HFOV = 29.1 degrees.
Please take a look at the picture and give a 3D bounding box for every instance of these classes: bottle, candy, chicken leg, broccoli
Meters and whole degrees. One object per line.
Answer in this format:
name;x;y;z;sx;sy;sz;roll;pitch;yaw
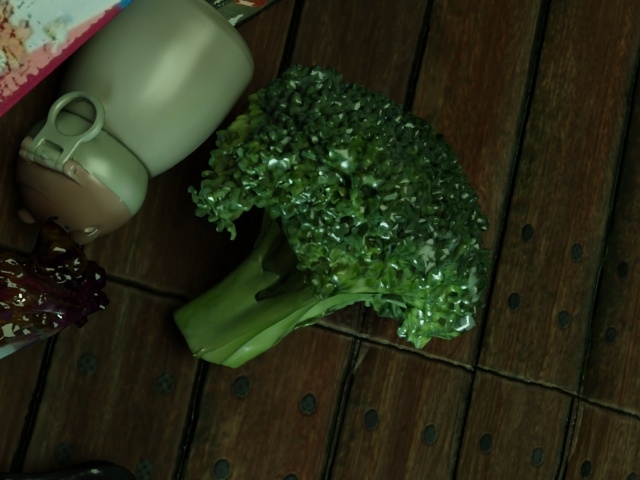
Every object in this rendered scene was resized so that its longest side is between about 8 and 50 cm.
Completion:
bottle;-0.177;-0.103;1.089;0.147;0.147;0.237;41;73;-26
candy;-0.271;-0.139;0.958;0.306;0.157;0.100;-43;107;-6
chicken leg;-0.356;0.065;0.953;0.406;0.158;0.096;-1;50;-35
broccoli;0.008;-0.022;1.174;0.375;0.301;0.249;32;49;-59

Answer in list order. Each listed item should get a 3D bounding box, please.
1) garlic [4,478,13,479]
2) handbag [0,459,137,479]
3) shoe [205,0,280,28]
garlic;-0.195;0.291;0.990;0.199;0.199;0.226;-19;77;-33
handbag;-0.296;0.281;1.036;0.332;0.075;0.192;7;90;-37
shoe;-0.058;-0.269;1.215;0.194;0.074;0.077;-36;103;-27
